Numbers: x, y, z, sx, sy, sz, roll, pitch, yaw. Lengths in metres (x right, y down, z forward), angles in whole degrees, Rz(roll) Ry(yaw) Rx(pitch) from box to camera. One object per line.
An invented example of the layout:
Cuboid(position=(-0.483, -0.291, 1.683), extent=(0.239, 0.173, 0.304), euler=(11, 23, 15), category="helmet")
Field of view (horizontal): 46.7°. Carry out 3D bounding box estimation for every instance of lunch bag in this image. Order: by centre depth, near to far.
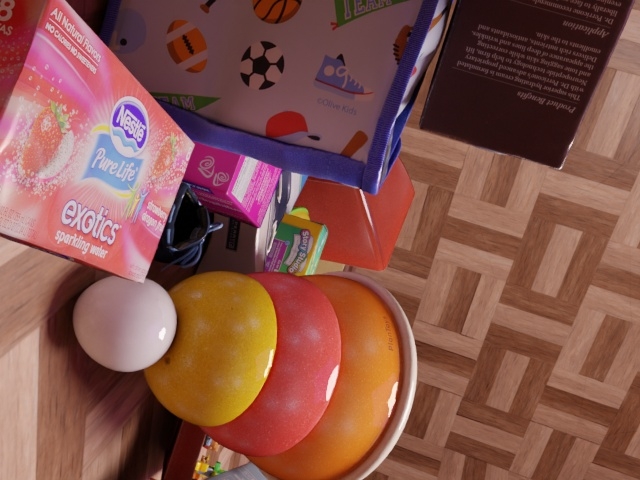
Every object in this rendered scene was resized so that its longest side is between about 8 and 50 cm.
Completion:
Cuboid(position=(-0.029, -0.252, 0.813), extent=(0.239, 0.327, 0.386), euler=(92, 17, -63), category="lunch bag")

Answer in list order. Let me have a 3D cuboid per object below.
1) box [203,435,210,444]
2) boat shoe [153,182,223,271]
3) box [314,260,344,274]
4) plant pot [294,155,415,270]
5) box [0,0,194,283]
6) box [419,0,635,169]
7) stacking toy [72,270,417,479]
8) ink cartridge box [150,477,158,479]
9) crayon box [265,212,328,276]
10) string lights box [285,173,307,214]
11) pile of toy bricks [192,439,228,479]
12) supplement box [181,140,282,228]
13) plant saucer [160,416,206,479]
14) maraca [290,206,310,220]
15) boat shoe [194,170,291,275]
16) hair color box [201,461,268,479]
Cuboid(position=(-0.241, 0.367, 1.534), extent=(0.062, 0.052, 0.083), euler=(-45, 151, -72), category="box")
Cuboid(position=(-0.194, -0.014, 1.003), extent=(0.258, 0.089, 0.109), euler=(71, 38, -74), category="boat shoe")
Cuboid(position=(0.000, 0.000, 1.893), extent=(0.201, 0.164, 0.021), euler=(-67, -171, -27), category="box")
Cuboid(position=(0.054, -0.123, 1.751), extent=(0.236, 0.267, 0.267), euler=(76, 31, -49), category="plant pot")
Cuboid(position=(-0.224, -0.075, 0.579), extent=(0.300, 0.142, 0.154), euler=(60, 48, -77), category="box")
Cuboid(position=(0.226, -0.221, 0.839), extent=(0.167, 0.168, 0.203), euler=(-66, 173, -58), category="box")
Cuboid(position=(-0.125, 0.146, 1.024), extent=(0.480, 0.350, 0.351), euler=(29, 77, -43), category="stacking toy")
Cuboid(position=(-0.303, 0.504, 1.405), extent=(0.029, 0.062, 0.115), euler=(-62, 166, -54), category="ink cartridge box")
Cuboid(position=(-0.109, 0.079, 1.416), extent=(0.081, 0.165, 0.279), euler=(59, 50, -77), category="crayon box")
Cuboid(position=(-0.053, -0.185, 1.508), extent=(0.133, 0.076, 0.260), euler=(94, 17, -56), category="string lights box")
Cuboid(position=(-0.229, 0.484, 1.557), extent=(0.212, 0.105, 0.118), euler=(124, -14, -83), category="pile of toy bricks")
Cuboid(position=(-0.139, -0.105, 1.078), extent=(0.220, 0.111, 0.114), euler=(61, 48, -76), category="supplement box")
Cuboid(position=(-0.234, 0.328, 1.341), extent=(0.259, 0.047, 0.259), euler=(-165, -87, -82), category="plant saucer")
Cuboid(position=(-0.094, -0.007, 1.565), extent=(0.185, 0.099, 0.127), euler=(-33, 151, -33), category="maraca")
Cuboid(position=(-0.127, 0.013, 1.302), extent=(0.158, 0.127, 0.341), euler=(-23, 131, -69), category="boat shoe")
Cuboid(position=(-0.231, 0.487, 1.111), extent=(0.374, 0.113, 0.185), euler=(-7, 119, -42), category="hair color box")
